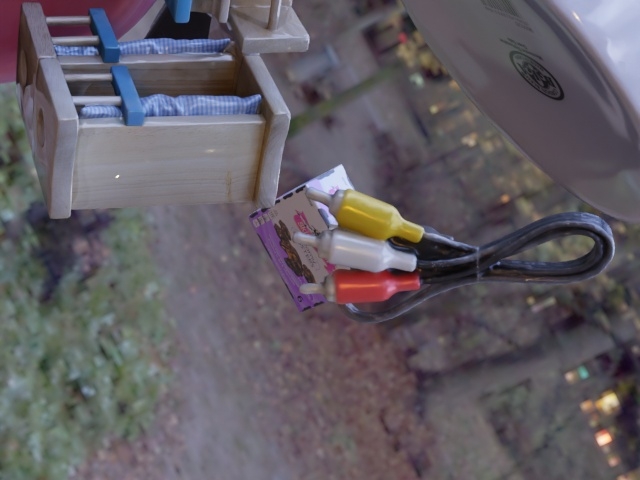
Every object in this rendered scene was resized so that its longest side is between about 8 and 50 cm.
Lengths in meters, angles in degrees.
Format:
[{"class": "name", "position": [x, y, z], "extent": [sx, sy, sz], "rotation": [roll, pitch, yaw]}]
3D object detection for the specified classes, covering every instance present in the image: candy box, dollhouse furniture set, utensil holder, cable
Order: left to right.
[{"class": "dollhouse furniture set", "position": [-0.089, -0.126, 0.820], "extent": [0.129, 0.129, 0.184], "rotation": [-117, -149, -47]}, {"class": "candy box", "position": [0.000, 0.000, 2.135], "extent": [0.165, 0.070, 0.196], "rotation": [61, -30, -2]}, {"class": "cable", "position": [0.118, 0.028, 1.371], "extent": [0.072, 0.287, 0.140], "rotation": [-63, 158, -66]}, {"class": "utensil holder", "position": [0.282, -0.245, 1.097], "extent": [0.327, 0.385, 0.327], "rotation": [47, -7, 8]}]

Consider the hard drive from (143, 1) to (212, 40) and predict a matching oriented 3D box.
[{"class": "hard drive", "position": [-0.047, -0.297, 1.496], "extent": [0.064, 0.237, 0.339], "rotation": [41, 45, -2]}]

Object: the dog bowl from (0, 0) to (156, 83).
[{"class": "dog bowl", "position": [-0.239, -0.254, 0.869], "extent": [0.408, 0.407, 0.150], "rotation": [57, 30, -46]}]
